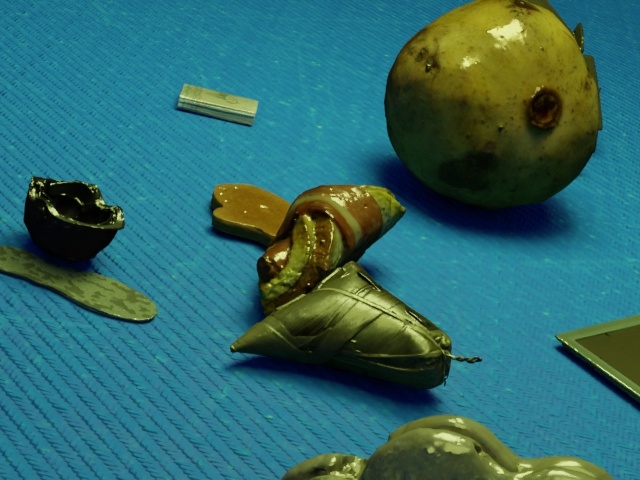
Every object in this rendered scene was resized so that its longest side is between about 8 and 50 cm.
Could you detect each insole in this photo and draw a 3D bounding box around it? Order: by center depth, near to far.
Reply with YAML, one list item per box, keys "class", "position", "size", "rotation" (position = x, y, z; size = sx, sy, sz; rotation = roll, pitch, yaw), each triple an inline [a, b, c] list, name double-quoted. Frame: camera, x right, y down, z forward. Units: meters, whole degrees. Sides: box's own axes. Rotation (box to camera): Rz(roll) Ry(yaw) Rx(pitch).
- class: "insole"
  position: [-0.255, 0.044, 1.467]
  size: [0.193, 0.006, 0.065]
  rotation: [19, 27, 11]

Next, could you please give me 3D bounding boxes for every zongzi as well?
- class: "zongzi"
  position: [0.033, 0.117, 1.400]
  size: [0.178, 0.081, 0.189]
  rotation: [-27, 51, -36]

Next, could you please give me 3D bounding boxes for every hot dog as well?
- class: "hot dog"
  position: [-0.001, -0.006, 1.559]
  size: [0.093, 0.123, 0.261]
  rotation: [44, 33, 8]

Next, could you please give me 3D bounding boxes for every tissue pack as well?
- class: "tissue pack"
  position: [-0.141, -0.188, 1.972]
  size: [0.108, 0.023, 0.056]
  rotation: [13, 26, -5]

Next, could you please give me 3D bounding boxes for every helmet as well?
- class: "helmet"
  position: [-0.264, -0.016, 1.508]
  size: [0.098, 0.070, 0.123]
  rotation: [5, 29, -38]

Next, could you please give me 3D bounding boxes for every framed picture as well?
- class: "framed picture"
  position: [0.437, 0.146, 1.600]
  size: [0.296, 0.019, 0.232]
  rotation: [-8, 33, -37]

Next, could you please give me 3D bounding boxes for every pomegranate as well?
- class: "pomegranate"
  position: [0.224, -0.171, 1.858]
  size: [0.281, 0.281, 0.281]
  rotation: [11, 26, -6]

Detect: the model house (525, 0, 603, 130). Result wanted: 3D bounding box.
- class: "model house"
  position: [0.324, -0.216, 2.100]
  size: [0.211, 0.204, 0.243]
  rotation: [-3, 47, -32]

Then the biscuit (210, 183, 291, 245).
- class: "biscuit"
  position: [-0.078, -0.026, 1.679]
  size: [0.118, 0.023, 0.140]
  rotation: [-9, 35, -39]

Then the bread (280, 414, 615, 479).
- class: "bread"
  position: [0.124, 0.232, 1.087]
  size: [0.337, 0.183, 0.102]
  rotation: [18, 18, 7]
